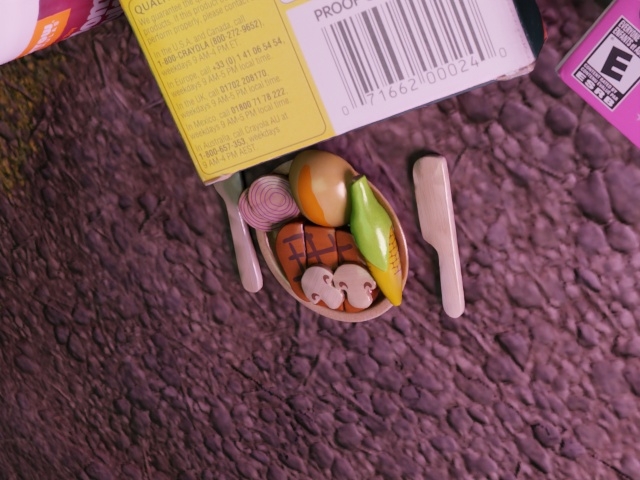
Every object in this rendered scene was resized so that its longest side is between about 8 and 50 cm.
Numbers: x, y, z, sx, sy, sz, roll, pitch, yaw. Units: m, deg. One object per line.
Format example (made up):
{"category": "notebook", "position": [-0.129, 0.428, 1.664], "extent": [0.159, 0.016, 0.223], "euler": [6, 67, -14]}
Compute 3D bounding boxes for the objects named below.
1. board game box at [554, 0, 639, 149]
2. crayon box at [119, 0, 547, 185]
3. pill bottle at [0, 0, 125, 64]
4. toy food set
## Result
{"category": "board game box", "position": [0.276, -0.114, 0.430], "extent": [0.224, 0.097, 0.303], "euler": [43, 131, 8]}
{"category": "crayon box", "position": [-0.030, -0.212, 0.571], "extent": [0.202, 0.081, 0.318], "euler": [-17, 105, 22]}
{"category": "pill bottle", "position": [-0.184, -0.173, 0.644], "extent": [0.121, 0.221, 0.121], "euler": [19, 126, 28]}
{"category": "toy food set", "position": [0.000, 0.000, 0.732], "extent": [0.192, 0.038, 0.132], "euler": [4, 117, 35]}
